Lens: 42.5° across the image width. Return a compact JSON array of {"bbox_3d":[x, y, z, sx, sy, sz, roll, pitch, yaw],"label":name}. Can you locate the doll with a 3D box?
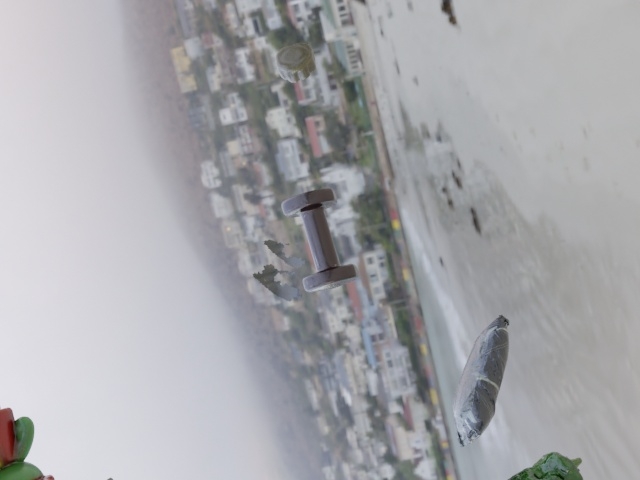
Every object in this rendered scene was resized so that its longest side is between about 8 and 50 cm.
[{"bbox_3d":[-0.498,0.439,1.291,0.160,0.182,0.363,171,79,-74],"label":"doll"}]

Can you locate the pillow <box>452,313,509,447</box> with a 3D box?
[{"bbox_3d":[0.400,0.343,2.027,0.161,0.092,0.335,116,177,-64],"label":"pillow"}]

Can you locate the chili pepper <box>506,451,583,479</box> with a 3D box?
[{"bbox_3d":[0.476,0.560,1.808,0.136,0.270,0.099,39,159,42],"label":"chili pepper"}]

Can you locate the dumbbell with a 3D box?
[{"bbox_3d":[0.000,0.000,1.867,0.140,0.123,0.226,29,-136,-80],"label":"dumbbell"}]

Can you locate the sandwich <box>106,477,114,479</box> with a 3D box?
[{"bbox_3d":[-0.468,0.585,1.665,0.063,0.244,0.212,125,160,-69],"label":"sandwich"}]

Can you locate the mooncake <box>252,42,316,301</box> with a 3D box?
[{"bbox_3d":[-0.040,-0.102,1.048,0.057,0.150,0.347,38,-113,-55],"label":"mooncake"}]
